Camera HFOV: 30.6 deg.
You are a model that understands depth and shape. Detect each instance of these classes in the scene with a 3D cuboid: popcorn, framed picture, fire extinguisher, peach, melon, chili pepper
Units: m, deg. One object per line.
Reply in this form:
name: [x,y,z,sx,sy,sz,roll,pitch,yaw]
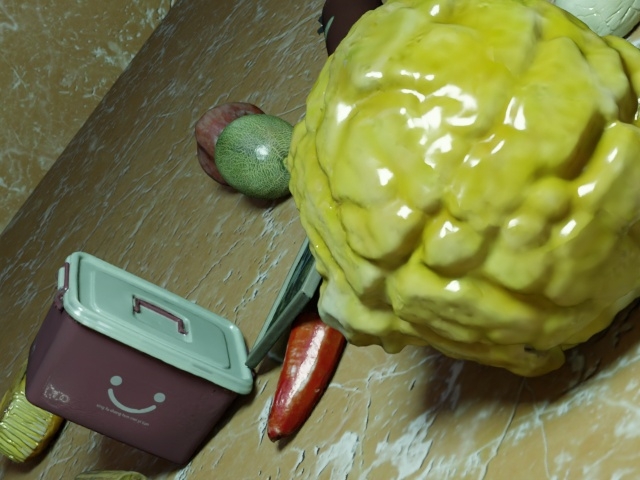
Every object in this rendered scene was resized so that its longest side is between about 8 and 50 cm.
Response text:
popcorn: [0.147,-0.064,1.121,0.390,0.354,0.344,-18,32,48]
framed picture: [0.000,0.000,1.571,0.324,0.020,0.240,-64,7,-34]
fire extinguisher: [0.055,-0.341,1.957,0.135,0.114,0.337,-32,28,16]
peach: [-0.143,-0.164,2.060,0.152,0.152,0.152,-40,26,24]
melon: [-0.094,-0.136,1.903,0.192,0.139,0.139,17,70,51]
chili pepper: [-0.028,0.173,1.445,0.088,0.065,0.168,-17,44,53]

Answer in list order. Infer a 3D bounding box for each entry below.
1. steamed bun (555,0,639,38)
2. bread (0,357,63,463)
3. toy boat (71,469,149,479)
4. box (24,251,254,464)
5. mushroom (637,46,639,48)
steamed bun: [0.340,-0.296,1.419,0.130,0.091,0.112,-43,27,18]
bread: [-0.506,0.299,2.051,0.132,0.114,0.190,-48,13,33]
toy boat: [-0.292,0.368,1.593,0.310,0.089,0.115,-19,37,51]
box: [-0.254,0.165,1.592,0.167,0.294,0.193,-56,21,17]
mushroom: [0.360,-0.170,1.218,0.312,0.081,0.099,-29,50,38]
